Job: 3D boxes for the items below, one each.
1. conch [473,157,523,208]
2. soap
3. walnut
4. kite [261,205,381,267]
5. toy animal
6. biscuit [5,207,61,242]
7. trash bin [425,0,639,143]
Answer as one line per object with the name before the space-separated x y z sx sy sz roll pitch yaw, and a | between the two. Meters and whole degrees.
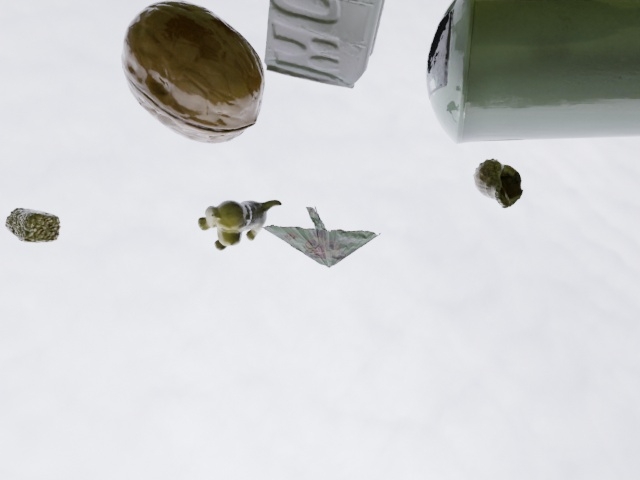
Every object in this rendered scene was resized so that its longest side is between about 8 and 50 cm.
conch | 0.620 -0.200 1.512 0.155 0.130 0.207 -21 -130 7
soap | 0.014 -0.707 1.302 0.350 0.435 0.212 18 -127 2
walnut | -0.170 -0.225 0.599 0.207 0.167 0.167 39 -121 1
kite | 0.000 0.000 1.163 0.323 0.267 0.013 5 -127 14
toy animal | -0.220 -0.048 1.151 0.121 0.169 0.233 60 -152 1
biscuit | -0.667 -0.038 1.017 0.082 0.168 0.070 7 -86 -47
trash bin | 0.408 -0.310 0.776 0.432 0.280 0.280 5 -123 15
